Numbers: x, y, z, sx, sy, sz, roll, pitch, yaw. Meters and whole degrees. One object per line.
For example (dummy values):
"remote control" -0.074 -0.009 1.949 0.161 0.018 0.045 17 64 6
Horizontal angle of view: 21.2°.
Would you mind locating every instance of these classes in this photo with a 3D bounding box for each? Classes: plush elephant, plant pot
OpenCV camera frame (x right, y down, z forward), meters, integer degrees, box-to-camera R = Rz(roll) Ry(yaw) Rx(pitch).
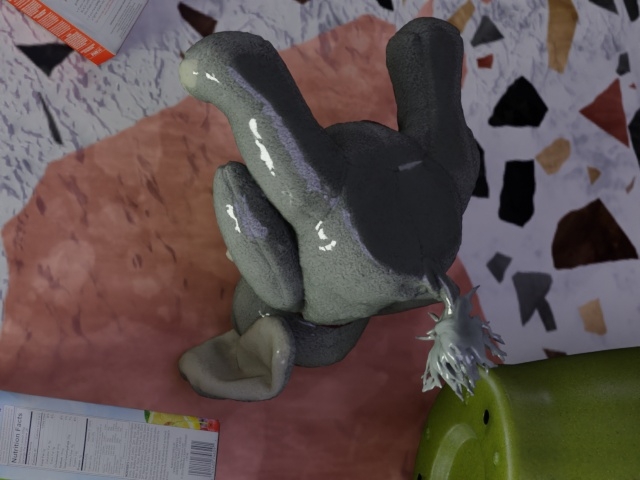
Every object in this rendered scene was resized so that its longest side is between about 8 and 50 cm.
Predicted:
"plush elephant" 0.000 0.000 1.420 0.272 0.255 0.330 -19 84 -39
"plant pot" 0.276 0.243 1.489 0.353 0.366 0.366 7 78 -15

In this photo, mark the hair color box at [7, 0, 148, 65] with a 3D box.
"hair color box" -0.219 -0.218 1.433 0.141 0.043 0.072 36 67 -21

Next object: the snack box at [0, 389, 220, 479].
"snack box" -0.206 0.160 1.304 0.207 0.174 0.070 10 76 -28
